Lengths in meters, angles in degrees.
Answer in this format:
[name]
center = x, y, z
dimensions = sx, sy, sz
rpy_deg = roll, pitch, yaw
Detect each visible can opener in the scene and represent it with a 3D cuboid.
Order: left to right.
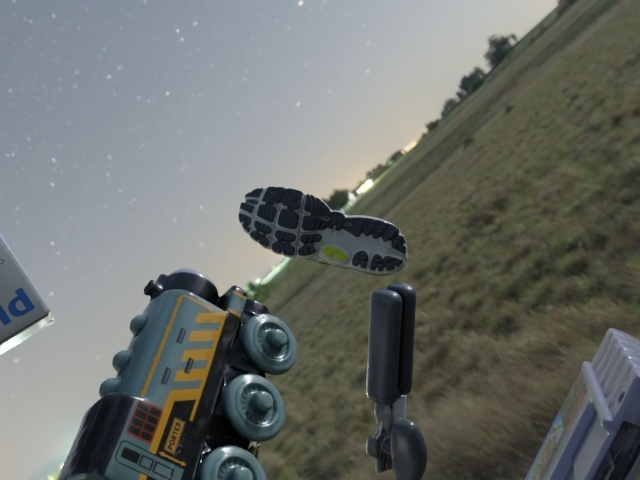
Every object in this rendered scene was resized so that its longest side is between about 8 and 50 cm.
[can opener]
center = 0.118, 0.205, 0.951
dimensions = 0.095, 0.283, 0.076
rpy_deg = 12, 19, 37

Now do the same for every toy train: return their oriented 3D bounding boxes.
[toy train]
center = -0.145, 0.176, 0.740
dimensions = 0.142, 0.190, 0.333
rpy_deg = -39, 26, 38

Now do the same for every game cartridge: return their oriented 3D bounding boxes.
[game cartridge]
center = 0.302, 0.290, 0.818
dimensions = 0.230, 0.068, 0.354
rpy_deg = -32, -35, -76

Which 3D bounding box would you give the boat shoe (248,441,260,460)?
[boat shoe]
center = -0.174, 0.474, 1.496
dimensions = 0.105, 0.089, 0.285
rpy_deg = -36, -12, -11

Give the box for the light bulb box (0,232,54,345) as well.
[light bulb box]
center = -0.531, 0.011, 0.849
dimensions = 0.225, 0.361, 0.358
rpy_deg = -34, 5, -22

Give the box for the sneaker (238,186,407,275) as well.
[sneaker]
center = 0.000, 0.000, 1.067
dimensions = 0.110, 0.276, 0.106
rpy_deg = 93, -162, -76
